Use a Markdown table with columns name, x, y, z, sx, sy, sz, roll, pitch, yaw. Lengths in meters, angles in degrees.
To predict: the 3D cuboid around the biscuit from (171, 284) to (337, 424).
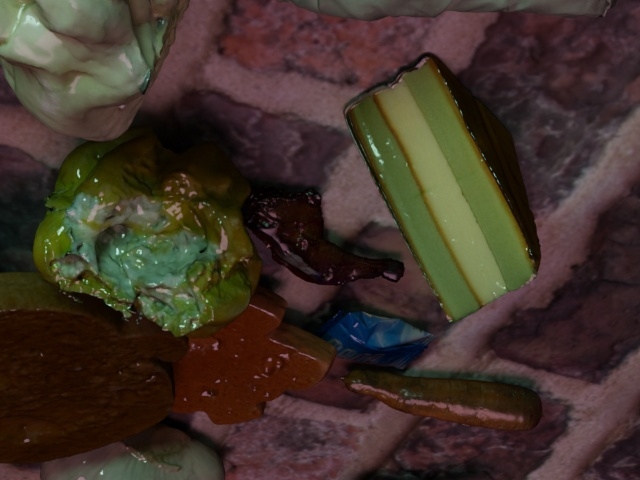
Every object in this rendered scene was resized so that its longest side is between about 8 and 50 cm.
| name | x | y | z | sx | sy | sz | roll | pitch | yaw |
| --- | --- | --- | --- | --- | --- | --- | --- | --- | --- |
| biscuit | -0.139 | 0.094 | 1.509 | 0.284 | 0.043 | 0.306 | -9 | 133 | 18 |

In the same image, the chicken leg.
| name | x | y | z | sx | sy | sz | roll | pitch | yaw |
| --- | --- | --- | --- | --- | --- | --- | --- | --- | --- |
| chicken leg | -0.006 | 0.003 | 1.417 | 0.093 | 0.053 | 0.205 | -40 | 130 | 17 |

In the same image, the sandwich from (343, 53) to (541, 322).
| name | x | y | z | sx | sy | sz | roll | pitch | yaw |
| --- | --- | --- | --- | --- | --- | --- | --- | --- | --- |
| sandwich | 0.110 | -0.045 | 1.268 | 0.117 | 0.187 | 0.144 | -32 | 135 | 28 |

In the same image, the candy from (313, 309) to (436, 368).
| name | x | y | z | sx | sy | sz | roll | pitch | yaw |
| --- | --- | --- | --- | --- | --- | --- | --- | --- | --- |
| candy | 0.058 | 0.113 | 1.541 | 0.136 | 0.038 | 0.088 | 16 | 141 | -25 |

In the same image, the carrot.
| name | x | y | z | sx | sy | sz | roll | pitch | yaw |
| --- | --- | --- | --- | --- | --- | --- | --- | --- | --- |
| carrot | 0.142 | 0.184 | 1.608 | 0.248 | 0.059 | 0.059 | 9 | 137 | -6 |

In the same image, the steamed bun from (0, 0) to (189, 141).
| name | x | y | z | sx | sy | sz | roll | pitch | yaw |
| --- | --- | --- | --- | --- | --- | --- | --- | --- | --- |
| steamed bun | -0.174 | -0.245 | 1.003 | 0.206 | 0.275 | 0.320 | 26 | 98 | -7 |

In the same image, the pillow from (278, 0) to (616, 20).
| name | x | y | z | sx | sy | sz | roll | pitch | yaw |
| --- | --- | --- | --- | --- | --- | --- | --- | --- | --- |
| pillow | 0.112 | -0.279 | 1.042 | 0.310 | 0.138 | 0.283 | -1 | 138 | -4 |

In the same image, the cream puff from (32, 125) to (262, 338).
| name | x | y | z | sx | sy | sz | roll | pitch | yaw |
| --- | --- | --- | --- | --- | --- | --- | --- | --- | --- |
| cream puff | -0.150 | -0.015 | 1.308 | 0.221 | 0.194 | 0.194 | 26 | 132 | -11 |

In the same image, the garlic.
| name | x | y | z | sx | sy | sz | roll | pitch | yaw |
| --- | --- | --- | --- | --- | --- | --- | --- | --- | --- |
| garlic | -0.229 | 0.315 | 1.684 | 0.229 | 0.142 | 0.178 | 7 | 136 | -21 |

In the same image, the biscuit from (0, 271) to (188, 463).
| name | x | y | z | sx | sy | sz | roll | pitch | yaw |
| --- | --- | --- | --- | --- | --- | --- | --- | --- | --- |
| biscuit | -0.290 | 0.128 | 1.425 | 0.314 | 0.063 | 0.367 | -22 | 148 | 8 |
